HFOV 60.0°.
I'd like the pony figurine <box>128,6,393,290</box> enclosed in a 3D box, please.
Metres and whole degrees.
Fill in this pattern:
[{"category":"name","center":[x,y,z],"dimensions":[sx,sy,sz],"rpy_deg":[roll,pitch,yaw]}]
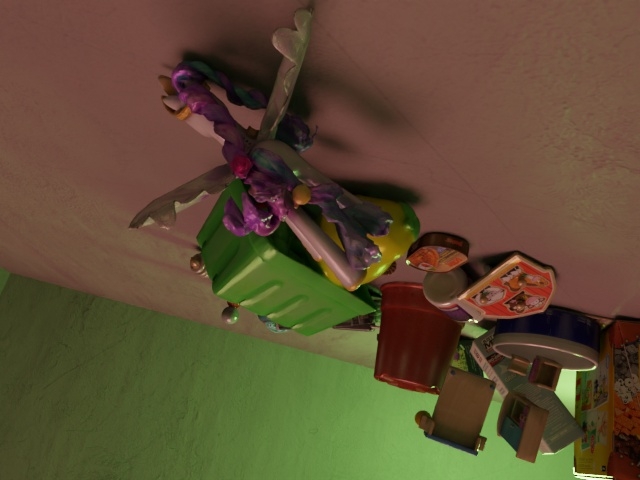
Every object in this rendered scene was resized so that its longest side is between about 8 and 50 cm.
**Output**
[{"category":"pony figurine","center":[-0.071,-0.095,0.722],"dimensions":[0.363,0.302,0.351],"rpy_deg":[42,179,-18]}]

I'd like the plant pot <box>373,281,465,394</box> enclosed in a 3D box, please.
[{"category":"plant pot","center":[0.276,0.288,1.587],"dimensions":[0.273,0.264,0.272],"rpy_deg":[14,162,5]}]

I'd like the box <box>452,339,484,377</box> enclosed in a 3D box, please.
[{"category":"box","center":[0.431,0.443,2.018],"dimensions":[0.271,0.143,0.165],"rpy_deg":[0,164,-9]}]

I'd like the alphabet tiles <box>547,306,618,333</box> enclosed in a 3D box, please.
[{"category":"alphabet tiles","center":[0.668,0.226,1.508],"dimensions":[0.199,0.009,0.237],"rpy_deg":[9,161,15]}]

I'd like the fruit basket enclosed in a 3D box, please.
[{"category":"fruit basket","center":[0.000,0.000,1.087],"dimensions":[0.392,0.282,0.392],"rpy_deg":[-15,137,-14]}]

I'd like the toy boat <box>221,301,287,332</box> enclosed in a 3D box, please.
[{"category":"toy boat","center":[-0.219,0.288,2.160],"dimensions":[0.319,0.148,0.267],"rpy_deg":[19,162,-13]}]

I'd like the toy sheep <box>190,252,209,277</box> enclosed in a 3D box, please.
[{"category":"toy sheep","center":[-0.361,0.077,1.756],"dimensions":[0.091,0.091,0.132],"rpy_deg":[2,163,35]}]

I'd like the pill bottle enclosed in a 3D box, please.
[{"category":"pill bottle","center":[0.334,0.135,1.340],"dimensions":[0.108,0.108,0.193],"rpy_deg":[0,157,37]}]

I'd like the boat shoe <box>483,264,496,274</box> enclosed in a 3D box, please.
[{"category":"boat shoe","center":[0.439,0.101,1.250],"dimensions":[0.083,0.065,0.183],"rpy_deg":[-25,131,27]}]

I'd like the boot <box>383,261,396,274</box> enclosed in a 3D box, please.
[{"category":"boot","center":[0.105,0.044,1.350],"dimensions":[0.158,0.059,0.084],"rpy_deg":[17,175,-9]}]

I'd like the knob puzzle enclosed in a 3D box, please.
[{"category":"knob puzzle","center":[0.426,0.121,1.202],"dimensions":[0.213,0.030,0.213],"rpy_deg":[-1,134,-1]}]

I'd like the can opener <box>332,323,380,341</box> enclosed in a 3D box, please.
[{"category":"can opener","center":[0.176,0.337,2.093],"dimensions":[0.281,0.093,0.074],"rpy_deg":[5,172,25]}]

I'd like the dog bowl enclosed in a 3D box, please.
[{"category":"dog bowl","center":[0.606,0.266,1.492],"dimensions":[0.265,0.104,0.265],"rpy_deg":[14,161,5]}]

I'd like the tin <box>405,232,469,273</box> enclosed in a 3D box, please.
[{"category":"tin","center":[0.254,0.030,1.209],"dimensions":[0.106,0.040,0.189],"rpy_deg":[20,162,-4]}]

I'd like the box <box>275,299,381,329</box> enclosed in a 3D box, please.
[{"category":"box","center":[0.043,0.223,1.677],"dimensions":[0.243,0.076,0.307],"rpy_deg":[-8,171,27]}]

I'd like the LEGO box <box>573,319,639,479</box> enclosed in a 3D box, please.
[{"category":"LEGO box","center":[0.826,0.458,1.478],"dimensions":[0.193,0.372,0.500],"rpy_deg":[5,160,16]}]

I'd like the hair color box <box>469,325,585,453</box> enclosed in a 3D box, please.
[{"category":"hair color box","center":[0.613,0.449,1.681],"dimensions":[0.374,0.114,0.185],"rpy_deg":[57,178,24]}]

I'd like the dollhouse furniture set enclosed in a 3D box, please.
[{"category":"dollhouse furniture set","center":[0.429,0.407,1.488],"dimensions":[0.304,0.286,0.198],"rpy_deg":[17,177,3]}]
